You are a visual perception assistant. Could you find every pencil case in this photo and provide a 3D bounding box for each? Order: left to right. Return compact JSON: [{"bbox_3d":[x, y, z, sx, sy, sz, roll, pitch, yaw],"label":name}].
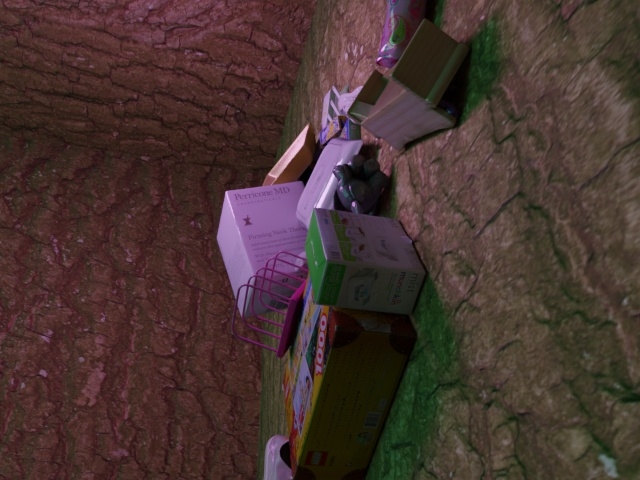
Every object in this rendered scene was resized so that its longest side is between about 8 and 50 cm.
[{"bbox_3d":[0.219,-0.572,1.343,0.124,0.124,0.285,-143,60,-76],"label":"pencil case"}]

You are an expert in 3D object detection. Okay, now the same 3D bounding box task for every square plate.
[{"bbox_3d":[0.010,-0.194,1.799,0.344,0.049,0.347,-64,15,6],"label":"square plate"}]

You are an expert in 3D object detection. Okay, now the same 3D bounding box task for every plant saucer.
[{"bbox_3d":[-0.125,-0.309,2.239,0.333,0.081,0.333,-48,15,24],"label":"plant saucer"}]

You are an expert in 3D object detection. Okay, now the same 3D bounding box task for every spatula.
[{"bbox_3d":[0.071,-0.482,2.078,0.242,0.019,0.168,-115,28,-42],"label":"spatula"}]

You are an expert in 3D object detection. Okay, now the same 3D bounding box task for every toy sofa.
[{"bbox_3d":[0.209,-0.344,1.249,0.150,0.177,0.362,-59,10,-7],"label":"toy sofa"}]

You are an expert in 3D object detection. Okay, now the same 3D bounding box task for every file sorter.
[{"bbox_3d":[-0.128,0.180,1.659,0.291,0.182,0.202,-47,-27,-63],"label":"file sorter"}]

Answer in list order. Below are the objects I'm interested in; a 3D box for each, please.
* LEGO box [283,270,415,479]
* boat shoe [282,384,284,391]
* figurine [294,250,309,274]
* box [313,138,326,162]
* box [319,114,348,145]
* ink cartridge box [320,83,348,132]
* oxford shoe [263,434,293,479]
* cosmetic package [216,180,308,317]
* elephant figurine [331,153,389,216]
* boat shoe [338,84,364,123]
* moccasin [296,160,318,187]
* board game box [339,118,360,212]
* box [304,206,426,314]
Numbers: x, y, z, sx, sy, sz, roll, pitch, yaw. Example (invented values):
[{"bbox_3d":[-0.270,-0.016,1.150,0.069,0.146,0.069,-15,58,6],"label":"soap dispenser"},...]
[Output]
[{"bbox_3d":[0.047,0.320,1.418,0.373,0.192,0.501,-106,26,-60],"label":"LEGO box"},{"bbox_3d":[-0.061,0.619,1.949,0.113,0.127,0.340,70,166,-15],"label":"boat shoe"},{"bbox_3d":[0.000,0.000,1.824,0.215,0.092,0.209,-56,-6,-32],"label":"figurine"},{"bbox_3d":[-0.010,-0.366,2.383,0.324,0.062,0.067,130,145,-68],"label":"box"},{"bbox_3d":[0.054,-0.415,2.035,0.169,0.054,0.059,152,113,-63],"label":"box"},{"bbox_3d":[0.054,-0.542,2.218,0.235,0.056,0.171,162,115,-78],"label":"ink cartridge box"},{"bbox_3d":[-0.129,0.951,2.002,0.130,0.169,0.450,-29,47,29],"label":"oxford shoe"},{"bbox_3d":[-0.186,0.035,2.081,0.327,0.329,0.394,115,138,-53],"label":"cosmetic package"},{"bbox_3d":[0.110,-0.125,1.563,0.169,0.186,0.239,49,161,16],"label":"elephant figurine"},{"bbox_3d":[0.117,-0.433,1.758,0.277,0.098,0.096,-172,90,-77],"label":"boat shoe"},{"bbox_3d":[-0.068,-0.155,2.315,0.147,0.139,0.381,-13,-54,-59],"label":"moccasin"},{"bbox_3d":[0.090,-0.242,1.895,0.214,0.046,0.318,118,156,-60],"label":"board game box"},{"bbox_3d":[0.096,0.040,1.270,0.262,0.230,0.127,-105,26,-60],"label":"box"}]
